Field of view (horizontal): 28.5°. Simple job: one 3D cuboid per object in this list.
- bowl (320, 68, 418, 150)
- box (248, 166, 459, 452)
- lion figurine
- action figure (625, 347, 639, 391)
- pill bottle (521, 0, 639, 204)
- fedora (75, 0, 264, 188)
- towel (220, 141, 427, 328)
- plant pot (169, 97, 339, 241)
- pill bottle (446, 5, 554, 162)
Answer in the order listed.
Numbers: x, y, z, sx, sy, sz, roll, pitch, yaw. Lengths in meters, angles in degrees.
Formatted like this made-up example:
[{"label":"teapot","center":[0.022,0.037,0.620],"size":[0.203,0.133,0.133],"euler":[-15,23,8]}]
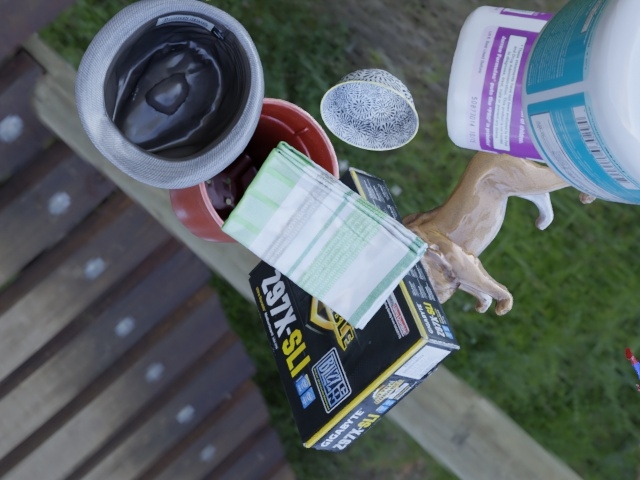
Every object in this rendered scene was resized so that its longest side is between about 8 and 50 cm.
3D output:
[{"label":"bowl","center":[0.091,-0.238,2.149],"size":[0.170,0.170,0.080],"euler":[95,10,-54]},{"label":"box","center":[0.035,0.098,1.788],"size":[0.079,0.322,0.257],"euler":[17,129,-38]},{"label":"lion figurine","center":[0.235,-0.035,1.927],"size":[0.392,0.240,0.142],"euler":[-55,-164,-5]},{"label":"action figure","center":[0.425,0.180,1.624],"size":[0.038,0.030,0.115],"euler":[-25,127,13]},{"label":"pill bottle","center":[0.206,-0.093,0.762],"size":[0.146,0.146,0.264],"euler":[-47,-175,0]},{"label":"fedora","center":[-0.209,-0.193,1.706],"size":[0.275,0.243,0.124],"euler":[-59,-167,-19]},{"label":"towel","center":[0.000,0.000,1.056],"size":[0.113,0.152,0.023],"euler":[-54,-177,36]},{"label":"plant pot","center":[-0.144,-0.105,2.339],"size":[0.272,0.272,0.265],"euler":[-36,-170,-24]},{"label":"pill bottle","center":[0.306,-0.163,1.420],"size":[0.169,0.301,0.169],"euler":[12,90,-73]}]
